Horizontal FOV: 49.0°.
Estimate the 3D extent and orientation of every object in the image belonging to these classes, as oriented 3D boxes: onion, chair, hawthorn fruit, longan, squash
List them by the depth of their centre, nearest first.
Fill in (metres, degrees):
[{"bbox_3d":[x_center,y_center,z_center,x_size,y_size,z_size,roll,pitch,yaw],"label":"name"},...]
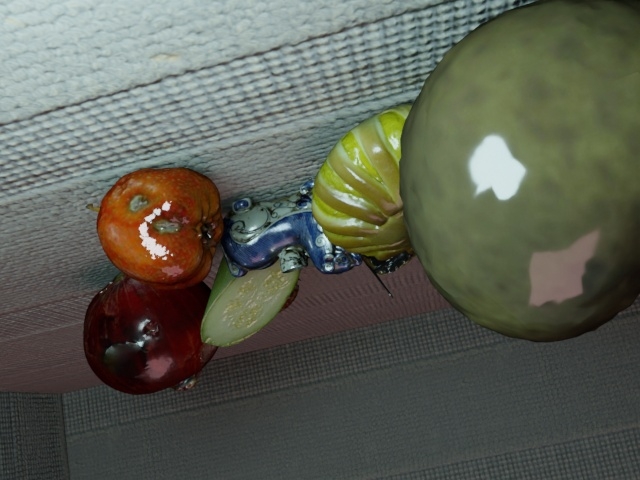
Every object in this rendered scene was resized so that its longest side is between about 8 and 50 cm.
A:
[{"bbox_3d":[0.297,-0.100,0.901,0.435,0.404,0.404,-39,159,10],"label":"longan"},{"bbox_3d":[-0.289,-0.030,1.156,0.243,0.208,0.207,12,170,14],"label":"hawthorn fruit"},{"bbox_3d":[-0.151,0.125,1.578,0.189,0.261,0.189,15,171,3],"label":"squash"},{"bbox_3d":[0.164,0.011,1.608,0.158,0.172,0.247,-40,-167,5],"label":"chair"},{"bbox_3d":[-0.403,0.212,1.678,0.341,0.342,0.341,-11,165,-3],"label":"onion"}]

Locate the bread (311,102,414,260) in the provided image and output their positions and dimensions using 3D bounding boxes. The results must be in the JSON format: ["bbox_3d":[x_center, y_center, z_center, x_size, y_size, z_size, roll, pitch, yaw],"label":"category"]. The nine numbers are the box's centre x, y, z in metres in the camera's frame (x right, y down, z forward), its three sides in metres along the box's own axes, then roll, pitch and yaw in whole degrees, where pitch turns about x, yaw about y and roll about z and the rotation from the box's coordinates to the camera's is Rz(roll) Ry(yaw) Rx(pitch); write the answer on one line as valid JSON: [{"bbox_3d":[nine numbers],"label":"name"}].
[{"bbox_3d":[0.134,-0.081,1.186,0.332,0.160,0.333,-17,150,-10],"label":"bread"}]

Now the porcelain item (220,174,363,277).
[{"bbox_3d":[-0.057,-0.006,1.381,0.287,0.186,0.138,-15,168,9],"label":"porcelain item"}]

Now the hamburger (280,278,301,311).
[{"bbox_3d":[-0.161,0.150,2.026,0.230,0.107,0.231,-7,158,-3],"label":"hamburger"}]

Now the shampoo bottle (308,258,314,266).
[{"bbox_3d":[0.000,0.000,1.629,0.085,0.085,0.262,-4,163,-26],"label":"shampoo bottle"}]
